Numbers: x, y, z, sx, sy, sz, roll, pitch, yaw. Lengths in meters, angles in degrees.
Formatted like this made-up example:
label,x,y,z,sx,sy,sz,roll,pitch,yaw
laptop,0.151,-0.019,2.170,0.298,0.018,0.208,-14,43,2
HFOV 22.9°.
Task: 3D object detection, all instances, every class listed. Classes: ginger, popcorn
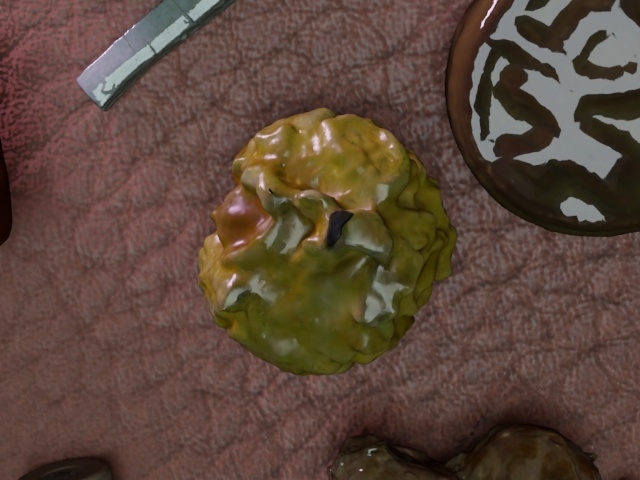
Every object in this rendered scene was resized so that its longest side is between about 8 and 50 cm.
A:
label,x,y,z,sx,sy,sz,roll,pitch,yaw
ginger,0.105,0.336,1.509,0.256,0.176,0.375,16,101,-7
popcorn,0.003,0.005,1.432,0.249,0.225,0.249,1,104,5

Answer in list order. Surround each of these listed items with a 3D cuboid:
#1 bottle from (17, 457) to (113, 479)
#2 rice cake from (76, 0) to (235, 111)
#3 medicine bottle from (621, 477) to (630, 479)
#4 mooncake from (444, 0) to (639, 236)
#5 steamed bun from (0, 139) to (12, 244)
label,x,y,z,sx,sy,sz,roll,pitch,yaw
bottle,-0.230,0.325,1.559,0.110,0.097,0.209,-19,103,-39
rice cake,-0.127,-0.214,1.489,0.245,0.042,0.045,-38,84,8
medicine bottle,0.318,0.358,1.566,0.171,0.052,0.201,31,97,-3
mooncake,0.255,-0.142,1.434,0.285,0.155,0.284,0,101,2
steamed bun,-0.476,-0.070,1.422,0.379,0.248,0.235,-8,101,-7
